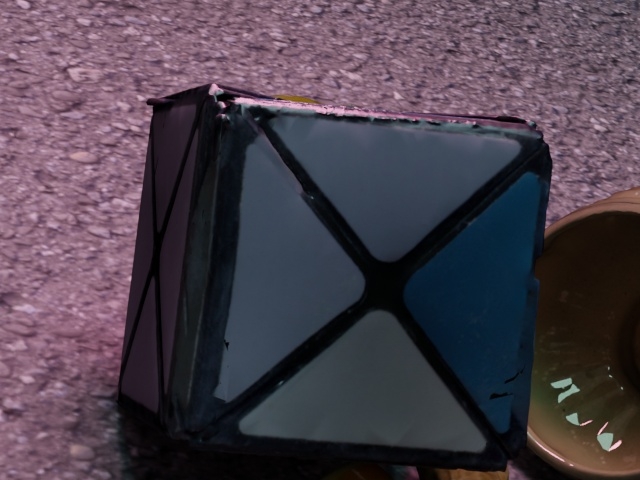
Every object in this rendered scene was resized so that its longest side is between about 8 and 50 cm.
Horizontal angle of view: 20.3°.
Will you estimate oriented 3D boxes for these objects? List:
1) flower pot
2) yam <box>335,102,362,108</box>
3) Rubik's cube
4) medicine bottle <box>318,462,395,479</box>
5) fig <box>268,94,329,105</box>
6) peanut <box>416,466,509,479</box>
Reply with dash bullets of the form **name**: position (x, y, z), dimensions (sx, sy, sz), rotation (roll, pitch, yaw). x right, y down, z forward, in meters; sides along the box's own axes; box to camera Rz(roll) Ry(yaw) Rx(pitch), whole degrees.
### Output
- **flower pot**: position (0.345, 0.103, 1.808), dimensions (0.307, 0.307, 0.244), rotation (38, 17, 31)
- **yam**: position (0.043, -0.097, 2.155), dimensions (0.107, 0.107, 0.183), rotation (9, 27, -21)
- **Rubik's cube**: position (0.002, 0.026, 1.562), dimensions (0.307, 0.310, 0.305), rotation (6, -1, -15)
- **medicine bottle**: position (0.083, 0.292, 1.461), dimensions (0.239, 0.124, 0.124), rotation (38, 33, 29)
- **fig**: position (-0.018, 0.015, 1.807), dimensions (0.233, 0.233, 0.314), rotation (2, 58, -31)
- **peanut**: position (0.141, 0.240, 1.640), dimensions (0.089, 0.089, 0.193), rotation (11, 33, -17)
